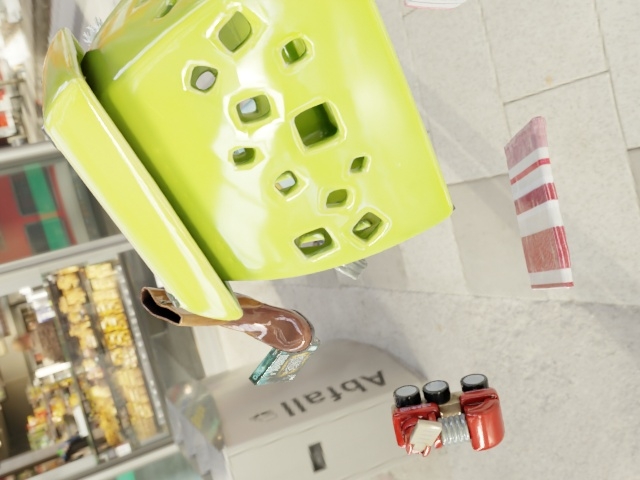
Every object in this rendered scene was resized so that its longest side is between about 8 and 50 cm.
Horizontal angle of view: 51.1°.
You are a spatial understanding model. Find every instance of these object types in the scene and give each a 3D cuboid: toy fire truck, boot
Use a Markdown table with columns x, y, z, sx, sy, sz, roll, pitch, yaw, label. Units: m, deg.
| x | y | z | sx | sy | sz | roll | pitch | yaw | label |
| --- | --- | --- | --- | --- | --- | --- | --- | --- | --- |
| 0.247 | 0.354 | 1.295 | 0.246 | 0.217 | 0.158 | -72 | -29 | -76 | toy fire truck |
| -0.179 | 0.152 | 1.348 | 0.264 | 0.280 | 0.096 | 28 | 98 | 35 | boot |

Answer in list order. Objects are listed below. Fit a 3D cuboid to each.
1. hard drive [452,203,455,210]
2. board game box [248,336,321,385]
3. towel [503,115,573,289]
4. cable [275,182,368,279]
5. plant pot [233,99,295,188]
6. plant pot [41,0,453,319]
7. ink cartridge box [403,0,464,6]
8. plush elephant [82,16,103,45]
| x | y | z | sx | sy | sz | roll | pitch | yaw | label |
| --- | --- | --- | --- | --- | --- | --- | --- | --- | --- |
| 0.284 | -0.070 | 1.776 | 0.094 | 0.135 | 0.022 | 31 | -148 | -57 | hard drive |
| -0.077 | 0.274 | 1.543 | 0.026 | 0.126 | 0.186 | 41 | -172 | 23 | board game box |
| 0.444 | -0.065 | 1.361 | 0.237 | 0.037 | 0.329 | 60 | -159 | -84 | towel |
| 0.000 | 0.000 | 0.883 | 0.139 | 0.072 | 0.287 | 40 | -170 | -31 | cable |
| -0.131 | -0.269 | 1.861 | 0.247 | 0.252 | 0.248 | 61 | 161 | 5 | plant pot |
| -0.069 | -0.090 | 0.497 | 0.227 | 0.207 | 0.228 | 61 | 173 | -33 | plant pot |
| 0.207 | -0.495 | 1.148 | 0.237 | 0.100 | 0.172 | -81 | -5 | -75 | ink cartridge box |
| -0.425 | -0.360 | 1.635 | 0.272 | 0.255 | 0.330 | -24 | 83 | 22 | plush elephant |
